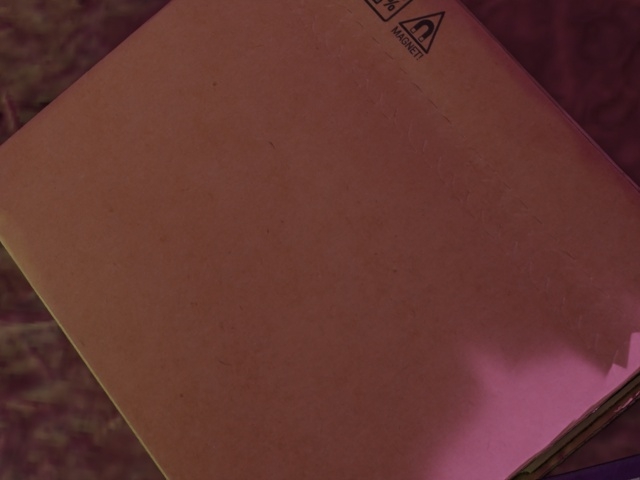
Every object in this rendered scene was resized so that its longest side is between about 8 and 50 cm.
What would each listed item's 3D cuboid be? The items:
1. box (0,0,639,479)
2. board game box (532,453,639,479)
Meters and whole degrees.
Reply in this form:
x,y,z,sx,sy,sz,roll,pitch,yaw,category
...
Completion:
x,y,z,sx,sy,sz,roll,pitch,yaw,category
0.000,0.000,0.535,0.164,0.021,0.201,-40,64,1,box
0.103,0.129,0.294,0.056,0.347,0.208,18,72,-12,board game box
